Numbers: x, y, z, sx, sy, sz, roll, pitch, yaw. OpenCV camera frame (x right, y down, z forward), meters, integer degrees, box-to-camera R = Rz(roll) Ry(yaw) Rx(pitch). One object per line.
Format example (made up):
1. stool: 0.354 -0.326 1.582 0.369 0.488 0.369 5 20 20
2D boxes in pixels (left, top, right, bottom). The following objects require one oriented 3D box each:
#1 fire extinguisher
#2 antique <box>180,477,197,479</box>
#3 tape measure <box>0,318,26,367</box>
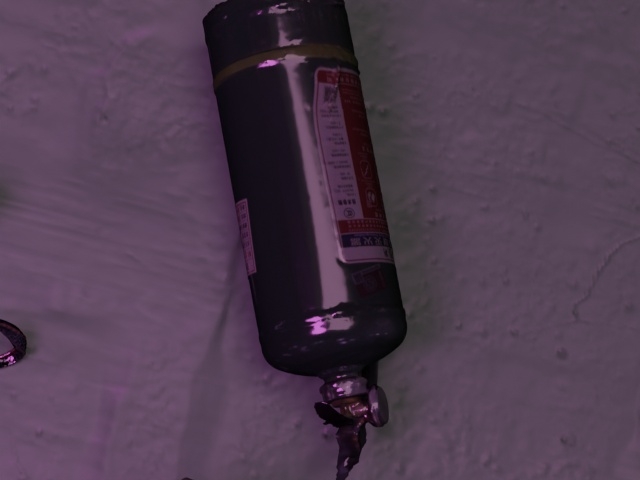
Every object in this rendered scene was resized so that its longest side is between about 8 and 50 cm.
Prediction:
1. fire extinguisher: 0.000 0.000 1.183 0.093 0.118 0.294 -14 78 18
2. antique: -0.133 0.262 1.067 0.284 0.150 0.125 -41 85 -12
3. tape measure: -0.224 0.110 1.085 0.180 0.104 0.107 -26 80 -19
